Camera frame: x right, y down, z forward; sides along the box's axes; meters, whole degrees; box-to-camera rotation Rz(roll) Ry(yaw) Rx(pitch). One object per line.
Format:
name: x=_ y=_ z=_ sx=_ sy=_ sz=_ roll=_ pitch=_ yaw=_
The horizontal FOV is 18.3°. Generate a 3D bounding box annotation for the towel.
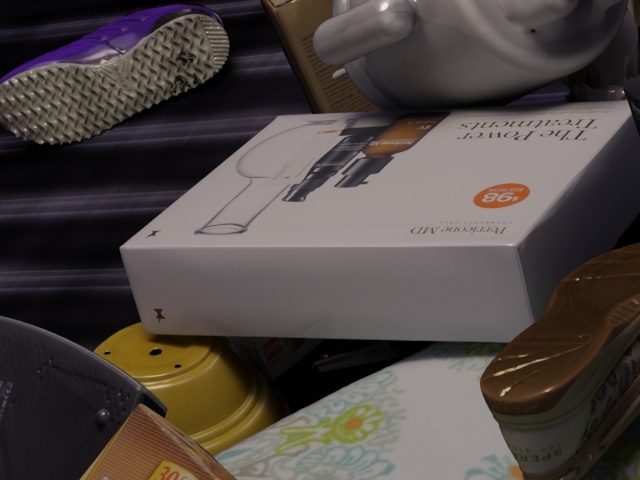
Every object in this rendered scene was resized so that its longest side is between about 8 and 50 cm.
towel: x=0.098 y=0.200 z=1.470 sx=0.320 sy=0.090 sz=0.374 roll=-23 pitch=30 yaw=-7

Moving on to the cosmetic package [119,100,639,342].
cosmetic package: x=0.063 y=-0.020 z=1.703 sx=0.377 sy=0.097 sz=0.284 roll=-1 pitch=28 yaw=31

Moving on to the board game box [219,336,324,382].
board game box: x=0.000 y=0.000 z=1.905 sx=0.305 sy=0.053 sz=0.193 roll=-39 pitch=34 yaw=-22

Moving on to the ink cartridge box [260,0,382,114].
ink cartridge box: x=0.076 y=-0.229 z=2.066 sx=0.235 sy=0.193 sz=0.088 roll=-27 pitch=31 yaw=-5

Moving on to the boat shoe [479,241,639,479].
boat shoe: x=0.213 y=0.081 z=1.452 sx=0.104 sy=0.089 sz=0.285 roll=1 pitch=25 yaw=43

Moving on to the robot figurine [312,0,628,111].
robot figurine: x=0.141 y=-0.220 z=1.806 sx=0.300 sy=0.199 sz=0.353 roll=-15 pitch=-4 yaw=-30

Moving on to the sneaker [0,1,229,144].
sneaker: x=-0.249 y=-0.209 z=2.378 sx=0.293 sy=0.102 sz=0.146 roll=-18 pitch=27 yaw=3

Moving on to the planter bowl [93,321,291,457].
planter bowl: x=-0.136 y=0.129 z=1.716 sx=0.217 sy=0.090 sz=0.217 roll=-5 pitch=27 yaw=2

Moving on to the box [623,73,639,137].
box: x=0.342 y=-0.040 z=1.567 sx=0.108 sy=0.207 sz=0.153 roll=-29 pitch=31 yaw=-6

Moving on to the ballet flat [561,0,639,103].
ballet flat: x=0.299 y=-0.196 z=1.916 sx=0.147 sy=0.147 sz=0.409 roll=-15 pitch=31 yaw=17

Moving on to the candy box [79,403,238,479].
candy box: x=-0.167 y=0.293 z=1.442 sx=0.316 sy=0.087 sz=0.183 roll=-52 pitch=34 yaw=-3

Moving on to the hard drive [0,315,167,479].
hard drive: x=-0.227 y=0.165 z=1.655 sx=0.255 sy=0.054 sz=0.172 roll=17 pitch=89 yaw=50

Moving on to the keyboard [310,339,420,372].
keyboard: x=0.069 y=0.076 z=1.693 sx=0.108 sy=0.023 sz=0.180 roll=-12 pitch=6 yaw=23
